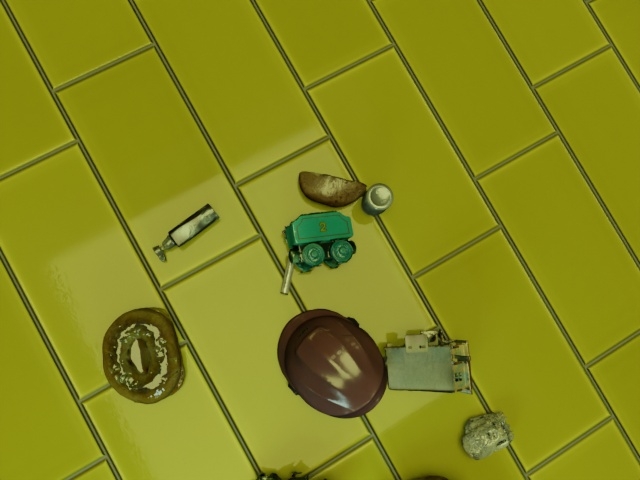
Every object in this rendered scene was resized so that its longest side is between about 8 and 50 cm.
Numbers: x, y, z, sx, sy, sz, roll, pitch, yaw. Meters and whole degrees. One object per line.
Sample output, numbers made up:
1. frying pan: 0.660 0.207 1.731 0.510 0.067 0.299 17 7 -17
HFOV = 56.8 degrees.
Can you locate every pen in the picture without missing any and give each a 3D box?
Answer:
1. pen: -0.086 0.059 1.741 0.025 0.025 0.204 12 80 -5

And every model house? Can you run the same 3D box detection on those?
1. model house: 0.336 0.342 1.674 0.206 0.271 0.178 6 75 -41

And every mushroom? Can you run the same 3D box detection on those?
1. mushroom: 0.032 -0.149 1.760 0.209 0.072 0.094 15 89 -5

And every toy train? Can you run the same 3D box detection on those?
1. toy train: 0.000 0.000 1.705 0.203 0.112 0.163 -7 82 -20

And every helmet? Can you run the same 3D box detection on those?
1. helmet: 0.038 0.344 1.631 0.271 0.197 0.338 -44 90 -8

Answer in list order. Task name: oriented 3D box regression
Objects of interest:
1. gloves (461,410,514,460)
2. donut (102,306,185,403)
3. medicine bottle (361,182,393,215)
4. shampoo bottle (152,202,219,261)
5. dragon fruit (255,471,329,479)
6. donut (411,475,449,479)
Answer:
1. gloves: 0.478 0.562 1.711 0.153 0.070 0.114 -24 86 -7
2. donut: -0.486 0.315 1.607 0.208 0.128 0.262 -19 83 -8
3. medicine bottle: 0.163 -0.116 1.740 0.080 0.130 0.080 1 82 -5
4. shampoo bottle: -0.388 -0.023 1.701 0.207 0.057 0.064 -38 95 -8
5. dragon fruit: -0.045 0.703 1.585 0.200 0.198 0.269 -42 74 1
6. donut: 0.304 0.822 1.608 0.360 0.170 0.361 1 81 -8
